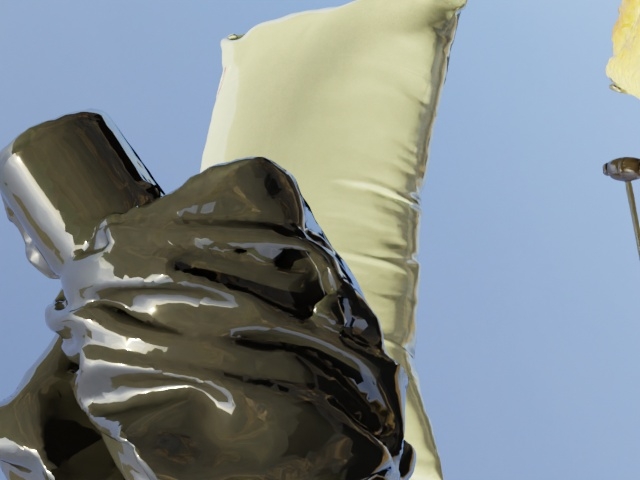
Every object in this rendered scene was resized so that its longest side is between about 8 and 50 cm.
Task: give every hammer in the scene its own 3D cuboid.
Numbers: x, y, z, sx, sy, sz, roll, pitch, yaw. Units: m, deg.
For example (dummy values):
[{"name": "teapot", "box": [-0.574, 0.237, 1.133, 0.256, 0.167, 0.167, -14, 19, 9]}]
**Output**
[{"name": "hammer", "box": [0.183, 0.012, 0.732, 0.014, 0.029, 0.123, -27, -71, -45]}]

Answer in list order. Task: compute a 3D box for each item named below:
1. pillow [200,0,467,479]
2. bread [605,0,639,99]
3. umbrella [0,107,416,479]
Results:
[{"name": "pillow", "box": [0.001, 0.001, 0.641, 0.078, 0.144, 0.254, 33, -121, -63]}, {"name": "bread", "box": [0.350, -0.186, 1.148, 0.251, 0.174, 0.133, 28, -159, 35]}, {"name": "umbrella", "box": [-0.004, 0.083, 0.360, 0.272, 0.122, 0.110, 53, -134, 2]}]
